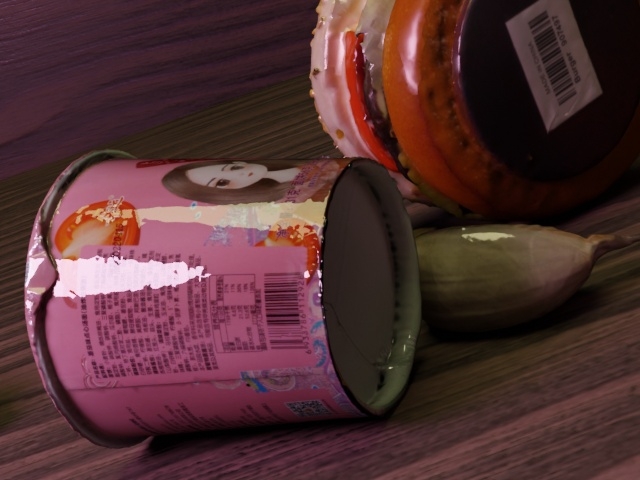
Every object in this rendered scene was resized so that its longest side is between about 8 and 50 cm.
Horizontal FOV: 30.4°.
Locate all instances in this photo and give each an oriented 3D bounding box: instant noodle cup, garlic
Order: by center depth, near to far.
[{"bbox_3d":[-0.063,0.038,0.904,0.231,0.243,0.243,-5,20,24],"label":"instant noodle cup"},{"bbox_3d":[0.159,0.020,0.971,0.198,0.091,0.128,-14,4,33],"label":"garlic"}]

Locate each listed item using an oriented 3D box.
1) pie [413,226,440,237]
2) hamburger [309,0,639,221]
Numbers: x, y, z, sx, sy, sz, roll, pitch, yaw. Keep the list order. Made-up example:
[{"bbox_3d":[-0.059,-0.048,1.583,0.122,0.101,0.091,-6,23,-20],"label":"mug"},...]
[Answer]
[{"bbox_3d":[0.092,0.009,1.194,0.084,0.020,0.084,-17,14,4],"label":"pie"},{"bbox_3d":[0.164,-0.180,1.195,0.330,0.330,0.250,-26,21,-24],"label":"hamburger"}]
